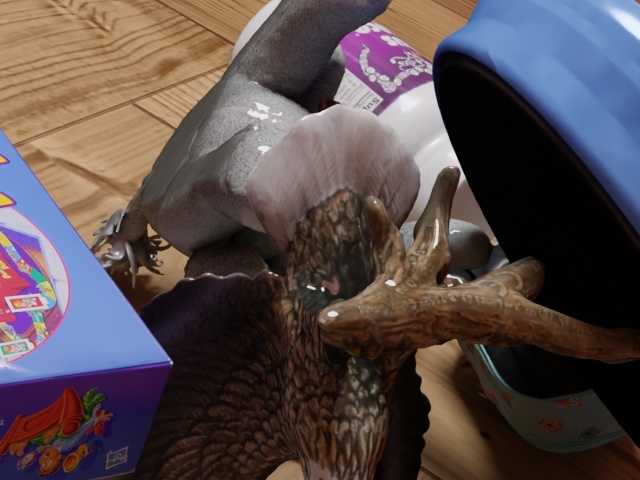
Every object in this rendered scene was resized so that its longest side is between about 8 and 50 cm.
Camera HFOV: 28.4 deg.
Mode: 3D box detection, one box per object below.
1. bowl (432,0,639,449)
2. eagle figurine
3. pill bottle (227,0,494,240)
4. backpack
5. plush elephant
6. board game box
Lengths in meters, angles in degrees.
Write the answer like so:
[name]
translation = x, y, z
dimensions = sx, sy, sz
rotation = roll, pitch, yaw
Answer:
[bowl]
translation = 0.193, 0.021, 0.763
dimensions = 0.077, 0.391, 0.391
rotation = -32, 46, -2
[eagle figurine]
translation = -0.004, 0.101, 0.707
dimensions = 0.226, 0.298, 0.225
rotation = 40, 50, 1
[pill bottle]
translation = 0.055, -0.113, 1.255
dimensions = 0.169, 0.169, 0.301
rotation = -10, 43, -44
[backpack]
translation = 0.202, 0.083, 1.031
dimensions = 0.166, 0.144, 0.188
rotation = -20, 36, -4
[plush elephant]
translation = 0.000, 0.000, 0.962
dimensions = 0.255, 0.330, 0.272
rotation = 34, 44, -17
[board game box]
translation = -0.267, -0.002, 0.677
dimensions = 0.233, 0.078, 0.347
rotation = -4, 38, -39
